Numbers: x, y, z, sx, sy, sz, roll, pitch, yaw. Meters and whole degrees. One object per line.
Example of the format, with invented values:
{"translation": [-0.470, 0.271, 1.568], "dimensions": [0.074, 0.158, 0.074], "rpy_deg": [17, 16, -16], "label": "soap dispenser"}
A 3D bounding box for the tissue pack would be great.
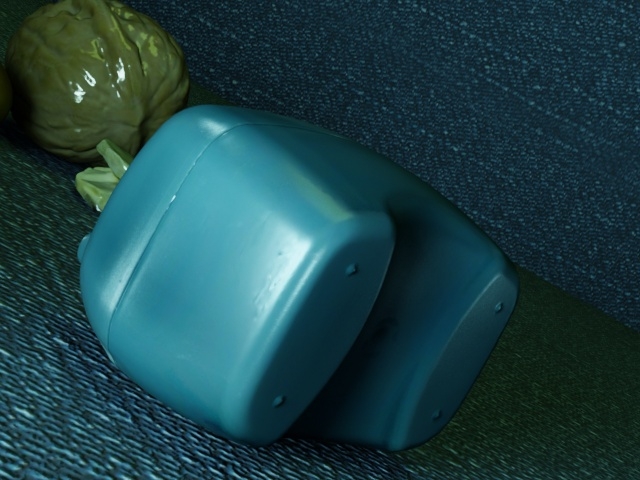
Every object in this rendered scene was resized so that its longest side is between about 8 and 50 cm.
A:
{"translation": [-0.018, 0.023, 0.812], "dimensions": [0.206, 0.198, 0.287], "rpy_deg": [36, 13, 33], "label": "tissue pack"}

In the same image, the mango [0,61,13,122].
{"translation": [-0.355, -0.157, 1.153], "dimensions": [0.136, 0.099, 0.227], "rpy_deg": [33, -2, -2], "label": "mango"}

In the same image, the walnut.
{"translation": [-0.242, -0.169, 1.305], "dimensions": [0.213, 0.213, 0.213], "rpy_deg": [28, 8, -4], "label": "walnut"}

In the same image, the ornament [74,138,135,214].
{"translation": [-0.133, -0.021, 1.202], "dimensions": [0.201, 0.059, 0.180], "rpy_deg": [22, 13, -47], "label": "ornament"}
